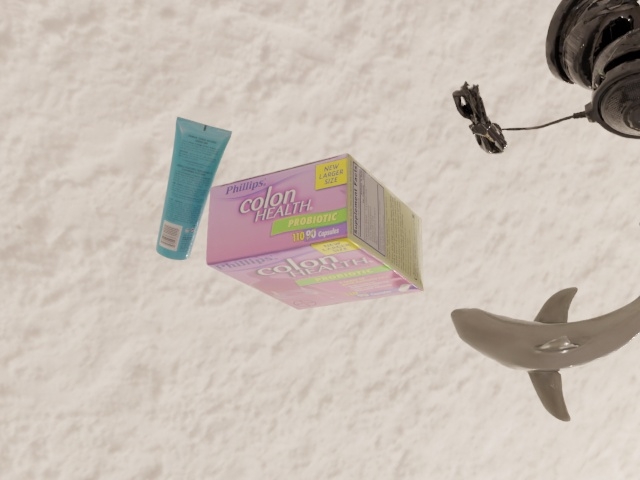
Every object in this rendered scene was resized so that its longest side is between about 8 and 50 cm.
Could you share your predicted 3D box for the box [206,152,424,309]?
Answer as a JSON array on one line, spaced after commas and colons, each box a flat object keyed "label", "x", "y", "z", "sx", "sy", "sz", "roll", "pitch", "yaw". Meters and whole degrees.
[{"label": "box", "x": 0.000, "y": 0.000, "z": 1.150, "sx": 0.243, "sy": 0.214, "sz": 0.117, "roll": 35, "pitch": 50, "yaw": -54}]

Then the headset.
[{"label": "headset", "x": 0.359, "y": -0.235, "z": 1.021, "sx": 0.394, "sy": 0.243, "sz": 0.185, "roll": -34, "pitch": 134, "yaw": 12}]

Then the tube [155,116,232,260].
[{"label": "tube", "x": -0.194, "y": -0.073, "z": 1.210, "sx": 0.080, "sy": 0.052, "sz": 0.207, "roll": 12, "pitch": 111, "yaw": -17}]

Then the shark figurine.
[{"label": "shark figurine", "x": 0.285, "y": 0.086, "z": 0.883, "sx": 0.278, "sy": 0.166, "sz": 0.116, "roll": -30, "pitch": 157, "yaw": 18}]
